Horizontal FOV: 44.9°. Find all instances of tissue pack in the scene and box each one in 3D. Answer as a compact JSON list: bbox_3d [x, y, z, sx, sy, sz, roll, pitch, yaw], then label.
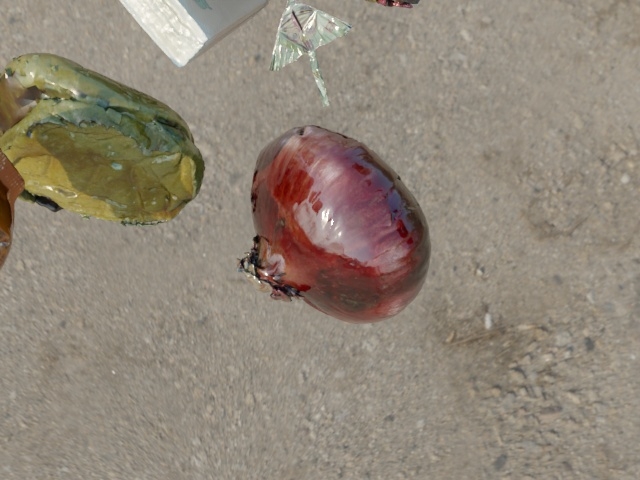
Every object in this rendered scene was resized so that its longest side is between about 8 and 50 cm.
[{"bbox_3d":[-0.181,-0.370,1.119,0.170,0.071,0.325,48,27,-13],"label":"tissue pack"}]

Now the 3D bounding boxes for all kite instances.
[{"bbox_3d":[-0.022,-0.415,1.698,0.012,0.229,0.250,-30,101,-58],"label":"kite"}]

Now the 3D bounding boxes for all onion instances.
[{"bbox_3d":[0.000,0.000,1.210,0.286,0.347,0.347,-34,77,-20],"label":"onion"}]

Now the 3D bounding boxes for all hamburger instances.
[{"bbox_3d":[-0.302,-0.131,1.035,0.285,0.265,0.134,20,53,-29],"label":"hamburger"}]

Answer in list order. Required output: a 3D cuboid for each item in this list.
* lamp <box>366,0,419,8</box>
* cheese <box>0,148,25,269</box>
[{"bbox_3d":[0.125,-0.617,1.823,0.253,0.118,0.118,25,64,41],"label":"lamp"},{"bbox_3d":[-0.439,0.029,0.786,0.129,0.217,0.329,32,69,28],"label":"cheese"}]
